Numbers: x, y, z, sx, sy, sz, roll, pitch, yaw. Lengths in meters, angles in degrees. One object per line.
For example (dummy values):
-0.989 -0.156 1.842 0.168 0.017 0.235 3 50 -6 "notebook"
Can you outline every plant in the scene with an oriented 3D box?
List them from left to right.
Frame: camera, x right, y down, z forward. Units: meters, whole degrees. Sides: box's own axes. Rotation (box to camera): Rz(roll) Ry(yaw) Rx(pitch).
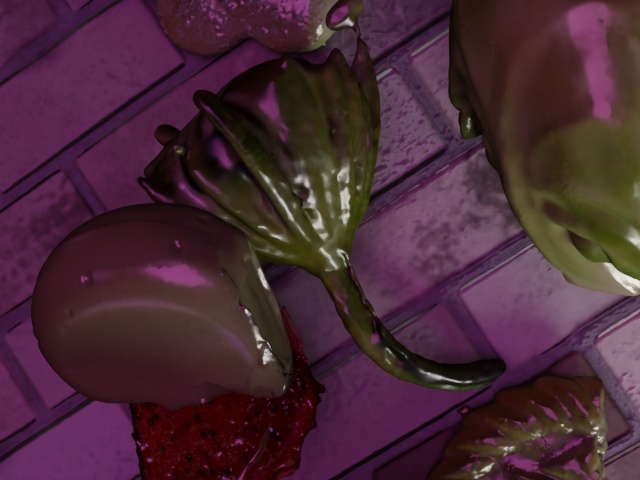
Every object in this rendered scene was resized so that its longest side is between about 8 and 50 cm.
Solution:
0.019 -0.008 0.733 0.251 0.180 0.333 -27 77 -36 "plant"

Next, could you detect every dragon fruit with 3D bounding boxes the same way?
-0.103 0.128 0.808 0.189 0.163 0.262 -40 57 48 "dragon fruit"

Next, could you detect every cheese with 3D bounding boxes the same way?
-0.126 0.054 0.694 0.202 0.091 0.175 -11 128 23 "cheese"

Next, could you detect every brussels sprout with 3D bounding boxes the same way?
0.227 -0.133 0.681 0.328 0.247 0.328 -6 101 -31 "brussels sprout"

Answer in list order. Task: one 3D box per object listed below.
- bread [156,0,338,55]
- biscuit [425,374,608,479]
-0.044 -0.265 0.825 0.286 0.056 0.207 -26 87 10 "bread"
0.181 0.262 0.826 0.187 0.036 0.274 -12 92 13 "biscuit"
